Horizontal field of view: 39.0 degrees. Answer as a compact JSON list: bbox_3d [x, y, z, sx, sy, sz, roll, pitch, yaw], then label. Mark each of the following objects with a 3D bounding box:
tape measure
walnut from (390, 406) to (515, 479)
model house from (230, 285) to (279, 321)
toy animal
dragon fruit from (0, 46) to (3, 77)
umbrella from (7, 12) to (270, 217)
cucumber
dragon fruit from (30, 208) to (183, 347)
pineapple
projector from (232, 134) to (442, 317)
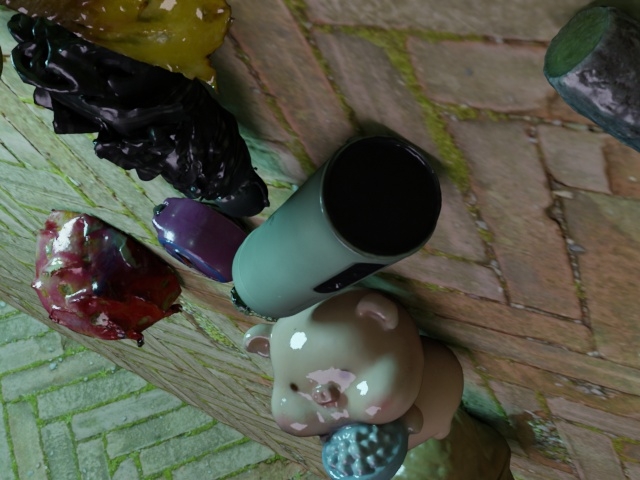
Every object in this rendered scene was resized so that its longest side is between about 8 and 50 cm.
[{"bbox_3d":[-0.144,-0.004,1.096,0.125,0.074,0.118,24,166,24],"label":"tape measure"},{"bbox_3d":[0.163,0.373,1.345,0.251,0.277,0.313,-7,175,-17],"label":"walnut"},{"bbox_3d":[-0.078,0.060,1.174,0.078,0.066,0.083,21,158,13],"label":"model house"},{"bbox_3d":[0.061,0.161,1.093,0.210,0.230,0.221,-24,175,32],"label":"toy animal"},{"bbox_3d":[-0.419,-0.181,0.777,0.307,0.227,0.243,32,126,2],"label":"dragon fruit"},{"bbox_3d":[-0.146,-0.108,0.770,0.154,0.128,0.336,45,177,18],"label":"umbrella"},{"bbox_3d":[0.180,-0.084,0.503,0.112,0.064,0.064,32,160,-6],"label":"cucumber"},{"bbox_3d":[-0.338,0.076,1.410,0.274,0.161,0.126,36,161,-17],"label":"dragon fruit"},{"bbox_3d":[-0.140,-0.228,0.535,0.249,0.140,0.164,20,123,-24],"label":"pineapple"},{"bbox_3d":[0.000,0.000,0.870,0.108,0.108,0.337,31,160,-9],"label":"projector"}]
